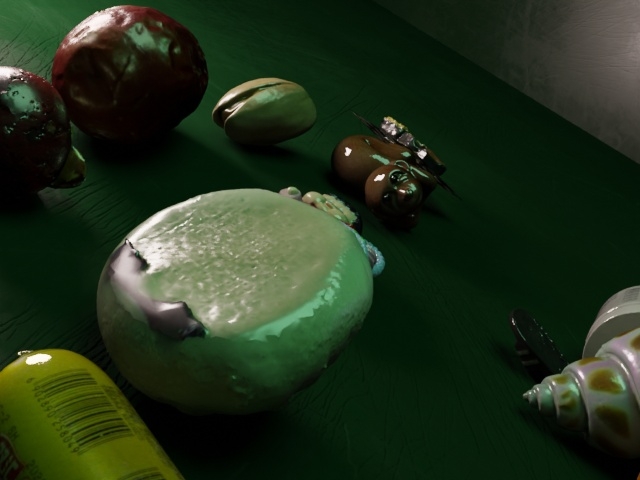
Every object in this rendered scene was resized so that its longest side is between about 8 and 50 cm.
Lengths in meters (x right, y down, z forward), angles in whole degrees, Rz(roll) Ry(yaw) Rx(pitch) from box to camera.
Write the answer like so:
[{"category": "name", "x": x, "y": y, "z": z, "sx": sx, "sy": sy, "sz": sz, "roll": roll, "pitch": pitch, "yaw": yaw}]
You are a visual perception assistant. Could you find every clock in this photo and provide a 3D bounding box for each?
[{"category": "clock", "x": 0.000, "y": 0.000, "z": 1.283, "sx": 0.194, "sy": 0.100, "sz": 0.195, "roll": 43, "pitch": 31, "yaw": 25}]

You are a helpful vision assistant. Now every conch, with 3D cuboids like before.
[{"category": "conch", "x": 0.479, "y": 0.236, "z": 1.175, "sx": 0.368, "sy": 0.249, "sz": 0.197, "roll": 19, "pitch": 48, "yaw": 23}]

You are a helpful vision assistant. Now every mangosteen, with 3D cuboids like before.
[{"category": "mangosteen", "x": -0.388, "y": -0.133, "z": 1.100, "sx": 0.166, "sy": 0.166, "sz": 0.180, "roll": 36, "pitch": -1, "yaw": 21}]

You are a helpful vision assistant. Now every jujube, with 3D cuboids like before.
[{"category": "jujube", "x": -0.295, "y": -0.264, "z": 1.383, "sx": 0.223, "sy": 0.223, "sz": 0.318, "roll": 28, "pitch": 15, "yaw": 4}]

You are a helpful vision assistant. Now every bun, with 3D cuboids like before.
[{"category": "bun", "x": -0.088, "y": 0.084, "z": 0.921, "sx": 0.293, "sy": 0.187, "sz": 0.293, "roll": -1, "pitch": 38, "yaw": 1}]

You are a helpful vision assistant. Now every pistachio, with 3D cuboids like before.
[{"category": "pistachio", "x": -0.101, "y": -0.242, "z": 1.624, "sx": 0.226, "sy": 0.135, "sz": 0.136, "roll": -12, "pitch": 43, "yaw": -41}]

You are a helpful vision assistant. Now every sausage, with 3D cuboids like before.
[{"category": "sausage", "x": -0.163, "y": 0.209, "z": 0.657, "sx": 0.123, "sy": 0.123, "sz": 0.347, "roll": -1, "pitch": 36, "yaw": -46}]

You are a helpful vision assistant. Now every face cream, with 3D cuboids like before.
[{"category": "face cream", "x": 0.510, "y": 0.171, "z": 1.343, "sx": 0.177, "sy": 0.177, "sz": 0.153, "roll": 33, "pitch": 24, "yaw": 14}]

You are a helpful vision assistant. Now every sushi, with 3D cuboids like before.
[{"category": "sushi", "x": 0.190, "y": -0.196, "z": 1.787, "sx": 0.192, "sy": 0.043, "sz": 0.279, "roll": 39, "pitch": 4, "yaw": -33}]

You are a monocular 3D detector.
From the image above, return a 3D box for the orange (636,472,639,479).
[{"category": "orange", "x": 0.464, "y": 0.313, "z": 0.985, "sx": 0.206, "sy": 0.206, "sz": 0.206, "roll": 22, "pitch": 24, "yaw": -10}]

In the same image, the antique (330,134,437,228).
[{"category": "antique", "x": 0.113, "y": -0.119, "z": 1.607, "sx": 0.143, "sy": 0.121, "sz": 0.257, "roll": 11, "pitch": 26, "yaw": -30}]

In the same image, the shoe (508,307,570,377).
[{"category": "shoe", "x": 0.336, "y": 0.188, "z": 1.304, "sx": 0.179, "sy": 0.049, "sz": 0.071, "roll": 52, "pitch": 35, "yaw": 9}]
